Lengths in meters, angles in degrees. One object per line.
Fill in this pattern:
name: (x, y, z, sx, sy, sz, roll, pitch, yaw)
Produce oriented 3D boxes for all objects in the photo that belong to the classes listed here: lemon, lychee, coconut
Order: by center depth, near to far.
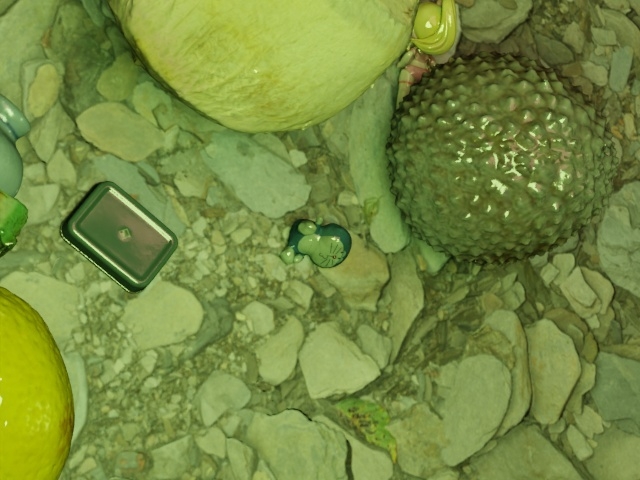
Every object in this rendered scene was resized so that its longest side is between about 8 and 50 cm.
lemon: (-0.367, 0.163, 1.133, 0.267, 0.267, 0.267, 5, 78, -26)
coconut: (-0.079, -0.306, 1.322, 0.405, 0.404, 0.404, 5, 78, -26)
lychee: (0.228, -0.099, 1.473, 0.300, 0.300, 0.300, 5, 78, -26)

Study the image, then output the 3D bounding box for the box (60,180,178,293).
box: (-0.234, -0.005, 1.351, 0.126, 0.031, 0.091, 42, 65, -13)

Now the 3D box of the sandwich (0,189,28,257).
sandwich: (-0.425, -0.093, 1.018, 0.250, 0.162, 0.301, -14, 130, 4)

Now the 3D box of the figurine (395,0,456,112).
figurine: (0.144, -0.247, 1.570, 0.083, 0.083, 0.187, 18, 83, -23)

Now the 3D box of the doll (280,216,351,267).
doll: (0.000, 0.000, 1.453, 0.083, 0.076, 0.050, 20, 38, -15)

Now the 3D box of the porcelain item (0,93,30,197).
porcelain item: (-0.417, -0.051, 1.215, 0.141, 0.141, 0.259, 43, 73, -14)
